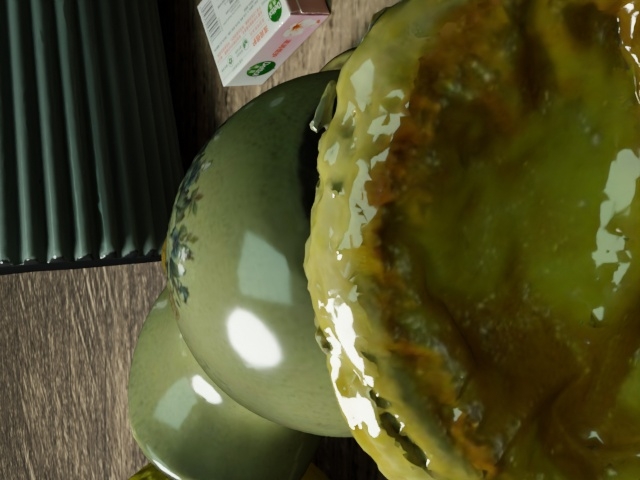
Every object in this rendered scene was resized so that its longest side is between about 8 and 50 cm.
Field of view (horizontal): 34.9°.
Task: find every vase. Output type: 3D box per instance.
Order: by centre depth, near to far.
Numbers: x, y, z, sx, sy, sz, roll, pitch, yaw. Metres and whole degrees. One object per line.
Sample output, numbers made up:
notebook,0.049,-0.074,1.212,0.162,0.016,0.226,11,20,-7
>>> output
vase,0.000,0.000,0.747,0.302,0.241,0.329,132,152,-52

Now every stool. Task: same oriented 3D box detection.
stool,-0.285,-0.134,1.031,0.297,0.297,0.330,-9,85,53

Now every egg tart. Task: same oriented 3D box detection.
egg tart,0.147,-0.003,0.506,0.132,0.341,0.341,-101,13,-74

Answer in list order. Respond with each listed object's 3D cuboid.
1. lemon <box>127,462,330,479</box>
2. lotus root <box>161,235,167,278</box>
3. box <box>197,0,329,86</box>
lemon,-0.079,0.308,0.868,0.260,0.260,0.284,39,113,42
lotus root,-0.073,-0.017,0.919,0.190,0.108,0.094,-61,19,27
box,-0.053,-0.202,0.893,0.125,0.043,0.089,-34,70,51
